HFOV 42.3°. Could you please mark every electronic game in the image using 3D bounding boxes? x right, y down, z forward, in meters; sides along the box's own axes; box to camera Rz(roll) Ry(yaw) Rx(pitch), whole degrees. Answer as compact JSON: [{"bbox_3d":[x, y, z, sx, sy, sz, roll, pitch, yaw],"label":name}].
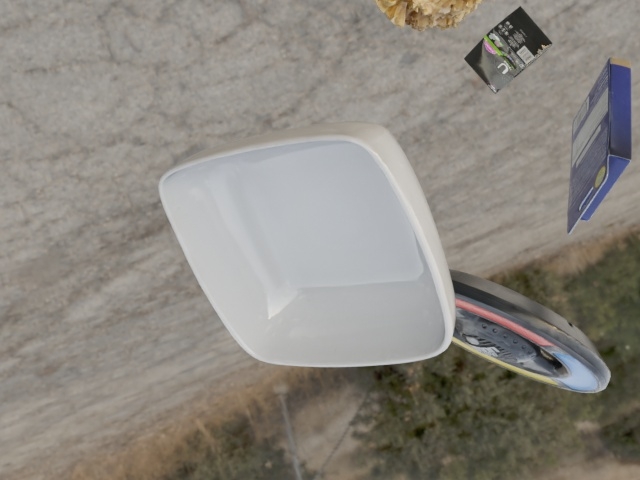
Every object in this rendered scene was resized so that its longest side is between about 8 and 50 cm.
[{"bbox_3d":[0.175,0.092,0.824,0.048,0.229,0.229,-62,169,-12],"label":"electronic game"}]

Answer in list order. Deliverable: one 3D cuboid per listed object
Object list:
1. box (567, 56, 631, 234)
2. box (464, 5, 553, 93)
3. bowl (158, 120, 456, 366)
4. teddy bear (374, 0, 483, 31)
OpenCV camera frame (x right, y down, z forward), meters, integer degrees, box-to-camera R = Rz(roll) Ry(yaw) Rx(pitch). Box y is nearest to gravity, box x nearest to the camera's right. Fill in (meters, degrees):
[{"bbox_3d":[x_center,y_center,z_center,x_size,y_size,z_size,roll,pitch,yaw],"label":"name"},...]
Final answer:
[{"bbox_3d":[0.382,-0.125,1.135,0.036,0.225,0.136,16,145,1],"label":"box"},{"bbox_3d":[0.223,-0.225,0.986,0.052,0.062,0.083,-40,180,-18],"label":"box"},{"bbox_3d":[0.000,0.000,0.445,0.142,0.142,0.053,-7,-150,31],"label":"bowl"},{"bbox_3d":[0.033,-0.294,0.471,0.113,0.338,0.245,-24,164,24],"label":"teddy bear"}]
